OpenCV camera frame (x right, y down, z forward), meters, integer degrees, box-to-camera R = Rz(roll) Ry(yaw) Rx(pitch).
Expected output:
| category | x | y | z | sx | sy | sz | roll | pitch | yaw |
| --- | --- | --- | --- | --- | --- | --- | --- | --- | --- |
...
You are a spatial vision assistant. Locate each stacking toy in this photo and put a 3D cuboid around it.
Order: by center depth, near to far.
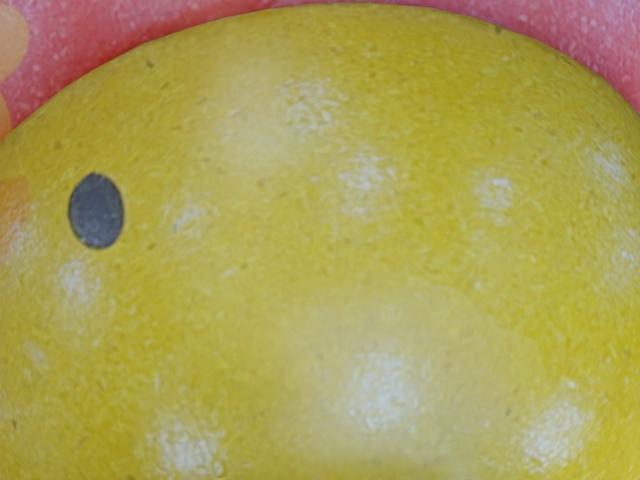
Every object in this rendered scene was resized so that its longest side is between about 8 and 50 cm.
| category | x | y | z | sx | sy | sz | roll | pitch | yaw |
| --- | --- | --- | --- | --- | --- | --- | --- | --- | --- |
| stacking toy | 0.000 | 0.000 | 0.493 | 0.480 | 0.351 | 0.350 | -102 | 168 | -47 |
